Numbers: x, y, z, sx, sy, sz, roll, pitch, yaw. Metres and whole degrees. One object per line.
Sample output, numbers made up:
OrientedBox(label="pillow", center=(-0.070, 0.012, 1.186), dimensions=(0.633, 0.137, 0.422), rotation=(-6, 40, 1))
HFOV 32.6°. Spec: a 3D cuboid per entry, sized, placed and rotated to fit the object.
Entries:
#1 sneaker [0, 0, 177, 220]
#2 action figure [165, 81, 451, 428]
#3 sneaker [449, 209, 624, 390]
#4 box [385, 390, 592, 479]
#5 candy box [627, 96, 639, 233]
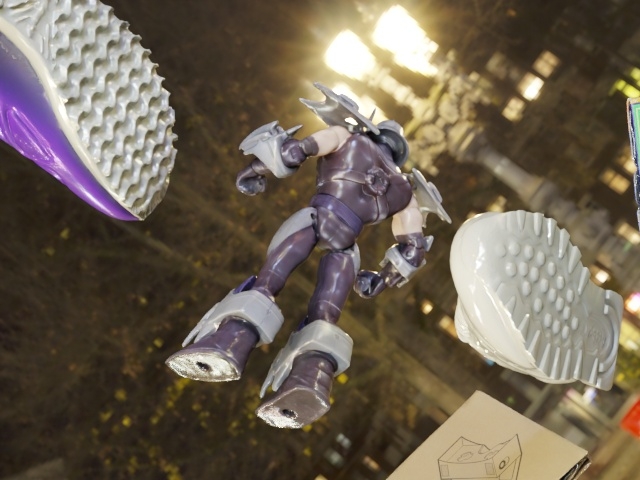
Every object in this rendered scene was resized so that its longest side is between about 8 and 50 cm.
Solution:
OrientedBox(label="sneaker", center=(-0.222, -0.125, 0.741), dimensions=(0.146, 0.293, 0.102), rotation=(-12, 38, 35))
OrientedBox(label="action figure", center=(0.000, 0.000, 0.858), dimensions=(0.099, 0.185, 0.285), rotation=(-34, 22, 55))
OrientedBox(label="sneaker", center=(0.123, 0.045, 0.706), dimensions=(0.235, 0.095, 0.090), rotation=(40, -116, -54))
OrientedBox(label="box", center=(0.173, 0.252, 1.182), dimensions=(0.164, 0.021, 0.201), rotation=(-42, 25, -11))
OrientedBox(label="candy box", center=(0.422, -0.062, 0.761), dimensions=(0.317, 0.122, 0.268), rotation=(-8, -3, 43))
